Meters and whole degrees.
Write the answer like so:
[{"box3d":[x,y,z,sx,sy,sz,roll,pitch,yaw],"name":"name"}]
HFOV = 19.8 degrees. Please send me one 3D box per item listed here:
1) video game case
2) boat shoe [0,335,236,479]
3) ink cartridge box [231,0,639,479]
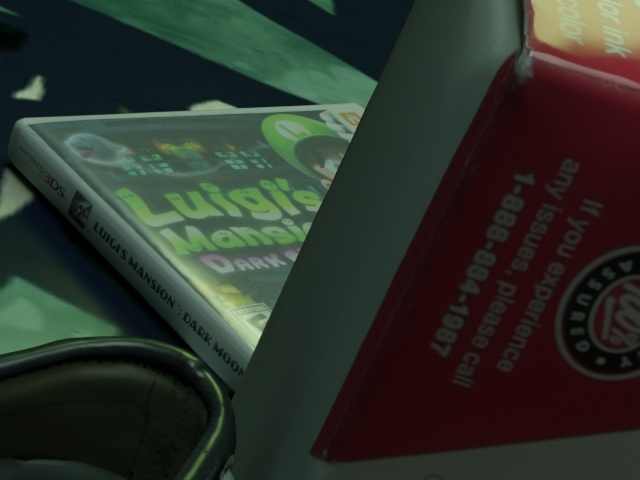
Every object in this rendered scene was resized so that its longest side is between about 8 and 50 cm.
[{"box3d":[0.000,0.000,0.719,0.190,0.022,0.173,-7,39,-44],"name":"video game case"},{"box3d":[-0.125,0.093,0.376,0.114,0.091,0.302,31,28,17],"name":"boat shoe"},{"box3d":[0.143,0.059,0.495,0.306,0.226,0.131,18,31,-9],"name":"ink cartridge box"}]
